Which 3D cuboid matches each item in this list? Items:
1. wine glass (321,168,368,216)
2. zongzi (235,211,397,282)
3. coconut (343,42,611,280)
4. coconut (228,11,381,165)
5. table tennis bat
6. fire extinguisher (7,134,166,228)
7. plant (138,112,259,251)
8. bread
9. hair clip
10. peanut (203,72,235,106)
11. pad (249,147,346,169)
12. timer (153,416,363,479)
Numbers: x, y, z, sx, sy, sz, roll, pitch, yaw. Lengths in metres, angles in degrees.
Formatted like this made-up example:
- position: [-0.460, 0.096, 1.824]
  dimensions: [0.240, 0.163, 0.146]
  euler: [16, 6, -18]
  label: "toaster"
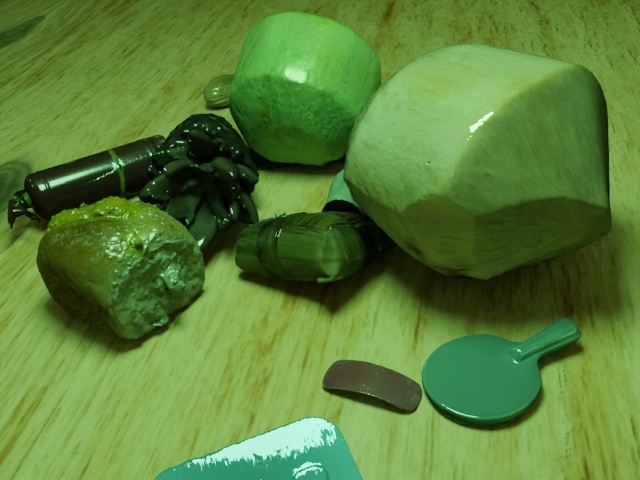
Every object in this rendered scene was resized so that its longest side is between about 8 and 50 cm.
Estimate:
- position: [0.066, -0.094, 1.279]
  dimensions: [0.092, 0.093, 0.202]
  euler: [5, 36, 15]
  label: "wine glass"
- position: [0.000, 0.000, 1.172]
  dimensions: [0.220, 0.112, 0.242]
  euler: [4, 13, 35]
  label: "zongzi"
- position: [0.250, -0.106, 1.052]
  dimensions: [0.415, 0.345, 0.415]
  euler: [-3, 37, 2]
  label: "coconut"
- position: [-0.031, -0.322, 1.432]
  dimensions: [0.328, 0.281, 0.329]
  euler: [-26, 46, 30]
  label: "coconut"
- position: [0.250, 0.167, 0.940]
  dimensions: [0.237, 0.038, 0.149]
  euler: [-24, 38, -17]
  label: "table tennis bat"
- position: [-0.447, -0.107, 1.358]
  dimensions: [0.341, 0.105, 0.141]
  euler: [-25, 38, -29]
  label: "fire extinguisher"
- position: [-0.208, -0.112, 1.262]
  dimensions: [0.181, 0.194, 0.321]
  euler: [-38, 23, 14]
  label: "plant"
- position: [-0.310, 0.027, 1.093]
  dimensions: [0.246, 0.176, 0.195]
  euler: [20, 44, 32]
  label: "bread"
- position: [0.068, 0.192, 0.939]
  dimensions: [0.137, 0.022, 0.054]
  euler: [12, 42, 23]
  label: "hair clip"
- position: [-0.219, -0.385, 1.744]
  dimensions: [0.174, 0.080, 0.080]
  euler: [-27, 40, -32]
  label: "peanut"
- position: [-0.027, -0.236, 1.560]
  dimensions: [0.268, 0.012, 0.270]
  euler: [-6, 35, 0]
  label: "pad"
- position: [-0.043, 0.328, 0.712]
  dimensions: [0.231, 0.091, 0.250]
  euler: [-17, 41, -16]
  label: "timer"
